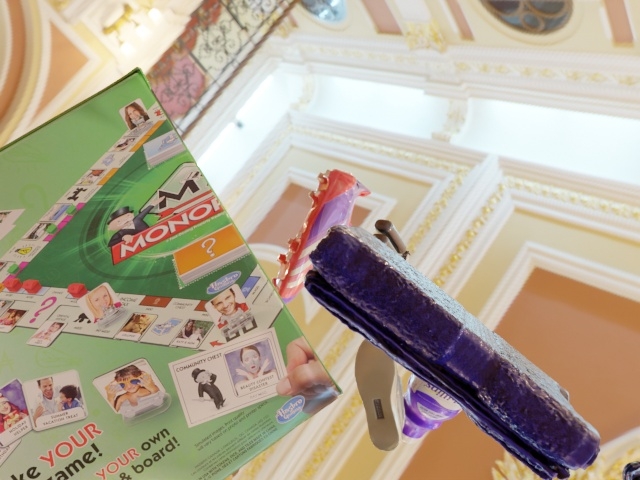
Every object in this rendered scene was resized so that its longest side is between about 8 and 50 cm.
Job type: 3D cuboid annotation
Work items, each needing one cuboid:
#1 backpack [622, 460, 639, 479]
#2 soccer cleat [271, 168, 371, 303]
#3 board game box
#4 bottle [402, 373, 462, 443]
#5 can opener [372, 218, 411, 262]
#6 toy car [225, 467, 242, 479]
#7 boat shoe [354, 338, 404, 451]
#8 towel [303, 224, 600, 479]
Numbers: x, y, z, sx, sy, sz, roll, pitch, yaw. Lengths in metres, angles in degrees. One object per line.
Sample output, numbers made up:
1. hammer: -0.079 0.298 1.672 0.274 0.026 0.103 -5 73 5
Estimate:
1. backpack: 0.357 0.248 0.621 0.116 0.158 0.173 -30 180 19
2. soccer cleat: 0.000 0.000 1.124 0.248 0.095 0.083 -66 -166 -8
3. board game box: -0.172 0.085 0.353 0.317 0.214 0.046 -33 -164 -10
4. bottle: 0.232 0.291 1.333 0.283 0.118 0.092 -61 -176 33
5. can opener: 0.164 0.028 1.645 0.093 0.280 0.074 11 -107 19
6. toy car: -0.276 0.491 1.563 0.136 0.159 0.182 -28 -109 19
7. boat shoe: 0.116 0.281 1.291 0.079 0.228 0.081 -5 -171 17
8. towel: 0.124 0.105 0.694 0.308 0.227 0.076 40 -84 9
